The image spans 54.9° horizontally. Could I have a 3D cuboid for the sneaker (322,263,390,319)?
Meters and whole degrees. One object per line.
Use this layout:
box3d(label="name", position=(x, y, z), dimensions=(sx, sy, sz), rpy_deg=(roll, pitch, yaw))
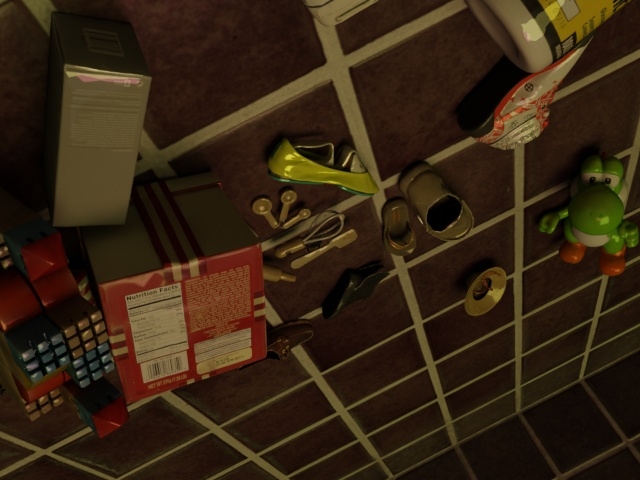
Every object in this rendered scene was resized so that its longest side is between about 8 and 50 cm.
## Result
box3d(label="sneaker", position=(0.076, 0.117, 1.376), dimensions=(0.089, 0.051, 0.170), rpy_deg=(7, 128, -32))

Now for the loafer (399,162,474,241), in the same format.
box3d(label="loafer", position=(0.243, -0.054, 1.239), dimensions=(0.102, 0.092, 0.268), rpy_deg=(-38, 142, 14))

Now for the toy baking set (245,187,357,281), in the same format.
box3d(label="toy baking set", position=(-0.057, 0.004, 1.140), dimensions=(0.256, 0.030, 0.197), rpy_deg=(21, 120, -35))

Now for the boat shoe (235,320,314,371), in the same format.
box3d(label="boat shoe", position=(-0.105, 0.242, 1.396), dimensions=(0.206, 0.073, 0.073), rpy_deg=(-16, 141, -17))

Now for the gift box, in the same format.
box3d(label="gift box", position=(-0.240, 0.069, 0.938), dimensions=(0.255, 0.258, 0.277), rpy_deg=(-10, 127, -25))

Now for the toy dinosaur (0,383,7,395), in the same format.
box3d(label="toy dinosaur", position=(-0.589, 0.236, 1.029), dimensions=(0.322, 0.164, 0.218), rpy_deg=(-41, 164, -17))

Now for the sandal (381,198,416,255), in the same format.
box3d(label="sandal", position=(0.166, -0.016, 1.274), dimensions=(0.072, 0.049, 0.180), rpy_deg=(-25, 144, -4))

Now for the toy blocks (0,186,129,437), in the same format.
box3d(label="toy blocks", position=(-0.376, 0.104, 0.804), dimensions=(0.190, 0.260, 0.382), rpy_deg=(-31, 133, -37))

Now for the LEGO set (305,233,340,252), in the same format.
box3d(label="LEGO set", position=(0.000, 0.001, 1.218), dimensions=(0.083, 0.023, 0.054), rpy_deg=(-6, 143, -47))

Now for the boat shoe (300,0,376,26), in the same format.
box3d(label="boat shoe", position=(0.096, -0.364, 0.772), dimensions=(0.267, 0.096, 0.088), rpy_deg=(-34, 147, 11))

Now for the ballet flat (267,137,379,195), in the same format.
box3d(label="ballet flat", position=(0.019, -0.126, 1.033), dimensions=(0.230, 0.077, 0.077), rpy_deg=(6, 115, -35))

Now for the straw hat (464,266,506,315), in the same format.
box3d(label="straw hat", position=(0.405, 0.116, 1.574), dimensions=(0.144, 0.061, 0.145), rpy_deg=(-17, 127, -24))

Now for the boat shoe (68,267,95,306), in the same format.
box3d(label="boat shoe", position=(-0.461, 0.090, 1.001), dimensions=(0.233, 0.084, 0.079), rpy_deg=(-5, 177, -38))

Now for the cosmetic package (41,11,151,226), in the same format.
box3d(label="cosmetic package", position=(-0.287, -0.142, 0.771), dimensions=(0.107, 0.127, 0.238), rpy_deg=(-1, 134, -32))

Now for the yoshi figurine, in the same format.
box3d(label="yoshi figurine", position=(0.631, -0.037, 1.430), dimensions=(0.203, 0.203, 0.362), rpy_deg=(-23, 141, 5))

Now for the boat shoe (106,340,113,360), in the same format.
box3d(label="boat shoe", position=(-0.423, 0.197, 1.151), dimensions=(0.183, 0.065, 0.083), rpy_deg=(-29, 143, -9))

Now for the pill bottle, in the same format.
box3d(label="pill bottle", position=(0.365, -0.399, 0.819), dimensions=(0.334, 0.188, 0.188), rpy_deg=(-39, 142, 15))

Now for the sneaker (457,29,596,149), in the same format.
box3d(label="sneaker", position=(0.375, -0.269, 1.070), dimensions=(0.145, 0.090, 0.270), rpy_deg=(16, 129, -44))
